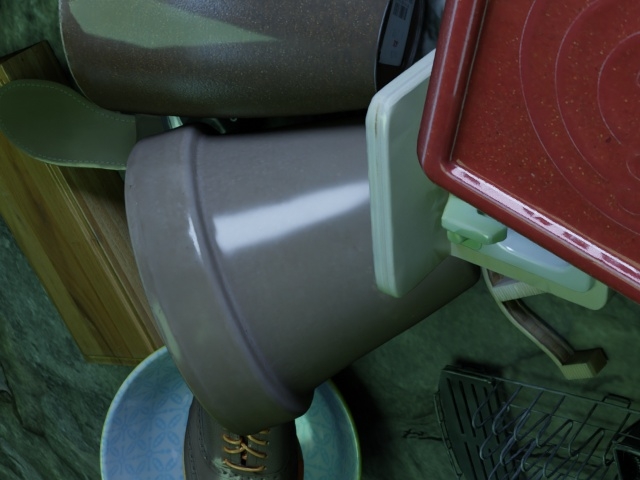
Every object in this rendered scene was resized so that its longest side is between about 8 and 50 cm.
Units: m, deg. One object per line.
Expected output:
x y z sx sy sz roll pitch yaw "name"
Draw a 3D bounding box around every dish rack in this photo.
0.215 0.221 1.008 0.271 0.074 0.208 10 128 42 "dish rack"

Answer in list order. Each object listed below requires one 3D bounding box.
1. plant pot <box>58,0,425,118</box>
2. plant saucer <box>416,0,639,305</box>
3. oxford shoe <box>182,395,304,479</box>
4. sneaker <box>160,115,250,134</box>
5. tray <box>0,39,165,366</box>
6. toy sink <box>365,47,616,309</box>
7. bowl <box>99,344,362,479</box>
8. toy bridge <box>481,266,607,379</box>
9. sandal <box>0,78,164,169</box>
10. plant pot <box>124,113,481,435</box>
-0.044 -0.182 0.843 0.230 0.215 0.215 15 133 19 "plant pot"
0.150 -0.063 0.444 0.259 0.048 0.258 34 141 24 "plant saucer"
-0.084 0.187 1.100 0.130 0.133 0.363 1 92 2 "oxford shoe"
-0.104 -0.143 1.045 0.097 0.084 0.234 -4 122 21 "sneaker"
-0.314 -0.030 1.351 0.203 0.076 0.411 -4 119 48 "tray"
0.152 -0.060 0.692 0.131 0.234 0.152 23 135 33 "toy sink"
-0.090 0.239 1.249 0.289 0.289 0.156 46 -174 5 "bowl"
0.173 0.037 0.930 0.063 0.026 0.188 -18 107 53 "toy bridge"
-0.238 -0.116 1.196 0.240 0.079 0.088 14 93 17 "sandal"
0.000 0.000 0.893 0.229 0.263 0.263 -21 110 10 "plant pot"
